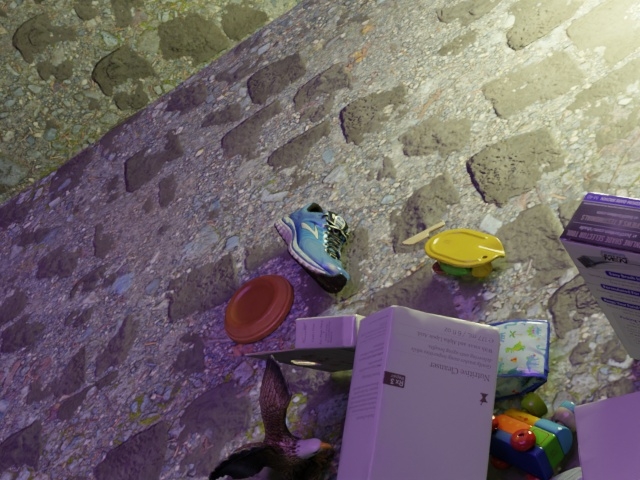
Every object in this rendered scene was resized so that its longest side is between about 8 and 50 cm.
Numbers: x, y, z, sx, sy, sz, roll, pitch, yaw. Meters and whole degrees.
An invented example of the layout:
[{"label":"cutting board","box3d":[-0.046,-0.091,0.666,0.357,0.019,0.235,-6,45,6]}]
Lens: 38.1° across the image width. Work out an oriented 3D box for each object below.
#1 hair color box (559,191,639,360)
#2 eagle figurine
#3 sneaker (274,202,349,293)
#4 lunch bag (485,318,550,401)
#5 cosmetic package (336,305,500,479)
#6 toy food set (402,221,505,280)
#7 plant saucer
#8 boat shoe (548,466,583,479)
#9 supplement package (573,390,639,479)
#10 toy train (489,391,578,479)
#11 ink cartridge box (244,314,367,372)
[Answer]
[{"label":"hair color box","box3d":[0.539,0.078,1.472,0.185,0.339,0.110,13,62,48]},{"label":"eagle figurine","box3d":[-0.085,0.380,1.746,0.225,0.298,0.226,-35,37,9]},{"label":"sneaker","box3d":[0.000,0.000,2.208,0.147,0.130,0.330,-40,36,5]},{"label":"lunch bag","box3d":[0.352,0.217,1.700,0.151,0.096,0.129,-23,38,37]},{"label":"cosmetic package","box3d":[0.159,0.323,1.545,0.156,0.217,0.385,142,138,-64]},{"label":"toy food set","box3d":[0.294,0.035,1.973,0.128,0.071,0.218,-31,32,-29]},{"label":"plant saucer","box3d":[-0.158,0.160,2.259,0.200,0.037,0.200,-24,40,22]},{"label":"boat shoe","box3d":[0.352,0.454,1.479,0.226,0.076,0.083,-41,-1,13]},{"label":"supplement package","box3d":[0.546,0.323,1.351,0.293,0.175,0.177,-19,43,26]},{"label":"toy train","box3d":[0.336,0.319,1.622,0.143,0.105,0.248,-37,26,-23]},{"label":"ink cartridge box","box3d":[0.043,0.206,1.819,0.261,0.296,0.066,-9,72,35]}]
